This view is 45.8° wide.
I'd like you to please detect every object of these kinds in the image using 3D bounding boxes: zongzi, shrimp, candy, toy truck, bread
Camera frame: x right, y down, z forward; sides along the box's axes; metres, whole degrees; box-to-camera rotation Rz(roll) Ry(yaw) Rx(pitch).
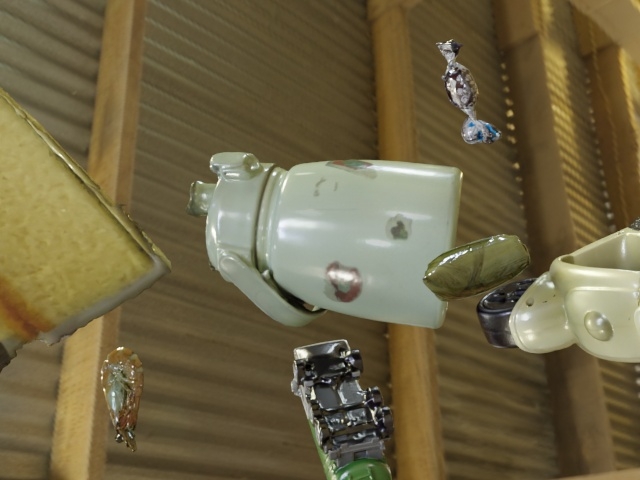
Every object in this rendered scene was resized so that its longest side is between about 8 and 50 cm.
[{"bbox_3d":[0.149,0.023,0.723,0.113,0.104,0.052,29,-142,-75],"label":"zongzi"},{"bbox_3d":[-0.344,0.277,1.325,0.043,0.091,0.184,21,-123,-61],"label":"shrimp"},{"bbox_3d":[0.290,-0.294,1.500,0.051,0.094,0.226,-29,-85,-36],"label":"candy"},{"bbox_3d":[0.030,0.246,1.040,0.242,0.101,0.125,-116,19,-59],"label":"toy truck"},{"bbox_3d":[-0.419,-0.035,0.800,0.345,0.405,0.242,-39,-121,-14],"label":"bread"}]

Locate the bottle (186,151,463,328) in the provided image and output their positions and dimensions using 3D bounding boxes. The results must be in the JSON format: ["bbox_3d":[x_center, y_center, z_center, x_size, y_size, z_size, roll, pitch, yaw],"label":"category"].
[{"bbox_3d":[0.000,0.000,0.991,0.229,0.351,0.229,5,-90,-81],"label":"bottle"}]

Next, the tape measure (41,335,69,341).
[{"bbox_3d":[-0.460,0.059,1.193,0.105,0.178,0.196,-22,-138,-19],"label":"tape measure"}]

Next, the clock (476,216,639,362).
[{"bbox_3d":[0.386,0.036,0.859,0.378,0.276,0.120,-27,-81,-9],"label":"clock"}]
